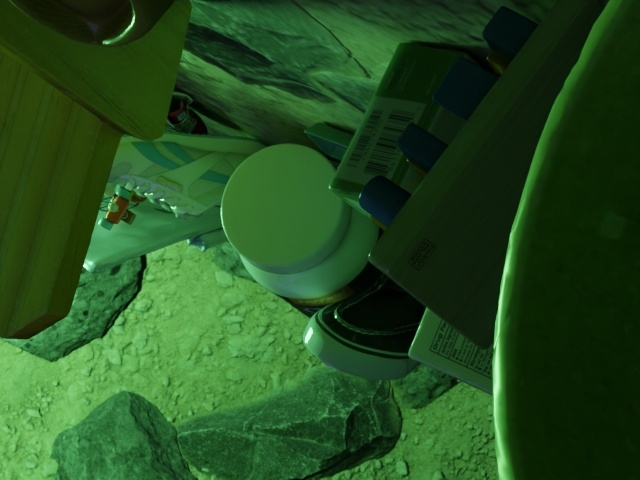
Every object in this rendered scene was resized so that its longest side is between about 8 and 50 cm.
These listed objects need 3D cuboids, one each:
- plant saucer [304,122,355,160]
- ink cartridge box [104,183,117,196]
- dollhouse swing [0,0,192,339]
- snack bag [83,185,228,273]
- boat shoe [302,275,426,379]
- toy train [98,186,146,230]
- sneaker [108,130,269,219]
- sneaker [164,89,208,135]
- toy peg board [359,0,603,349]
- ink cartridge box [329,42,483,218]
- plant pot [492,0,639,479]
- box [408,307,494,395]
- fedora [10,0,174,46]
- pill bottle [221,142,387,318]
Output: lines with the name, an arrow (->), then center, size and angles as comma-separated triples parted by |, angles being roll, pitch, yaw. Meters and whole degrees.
plant saucer -> 0.077, -0.067, 0.991 | 0.192, 0.018, 0.067 | 22, 172, 26
ink cartridge box -> -0.345, -0.156, 1.446 | 0.176, 0.128, 0.127 | 30, 173, -22
dollhouse swing -> -0.333, -0.131, 0.835 | 0.347, 0.305, 0.315 | 23, 173, 34
snack bag -> -0.255, -0.042, 1.508 | 0.342, 0.037, 0.323 | -22, -150, -38
boat shoe -> 0.112, 0.068, 1.129 | 0.306, 0.105, 0.113 | -2, -146, -41
toy train -> -0.238, -0.084, 1.430 | 0.046, 0.166, 0.125 | 30, 175, -12
sneaker -> -0.170, -0.073, 1.223 | 0.228, 0.092, 0.087 | 1, 174, -14
sneaker -> -0.159, -0.141, 1.222 | 0.067, 0.042, 0.118 | 24, 172, 45
toy peg board -> 0.085, -0.043, 0.573 | 0.079, 0.161, 0.160 | 36, 180, 32
ink cartridge box -> 0.110, -0.033, 0.726 | 0.062, 0.109, 0.209 | 20, 171, 47
plant pot -> 0.228, 0.033, 0.279 | 0.254, 0.276, 0.276 | 17, 178, -23
box -> 0.225, 0.087, 0.984 | 0.232, 0.148, 0.127 | 24, -176, 26
fedora -> -0.131, -0.166, 0.608 | 0.194, 0.079, 0.194 | 13, 166, 3
pill bottle -> 0.000, 0.000, 1.190 | 0.162, 0.162, 0.278 | 24, 173, 22
